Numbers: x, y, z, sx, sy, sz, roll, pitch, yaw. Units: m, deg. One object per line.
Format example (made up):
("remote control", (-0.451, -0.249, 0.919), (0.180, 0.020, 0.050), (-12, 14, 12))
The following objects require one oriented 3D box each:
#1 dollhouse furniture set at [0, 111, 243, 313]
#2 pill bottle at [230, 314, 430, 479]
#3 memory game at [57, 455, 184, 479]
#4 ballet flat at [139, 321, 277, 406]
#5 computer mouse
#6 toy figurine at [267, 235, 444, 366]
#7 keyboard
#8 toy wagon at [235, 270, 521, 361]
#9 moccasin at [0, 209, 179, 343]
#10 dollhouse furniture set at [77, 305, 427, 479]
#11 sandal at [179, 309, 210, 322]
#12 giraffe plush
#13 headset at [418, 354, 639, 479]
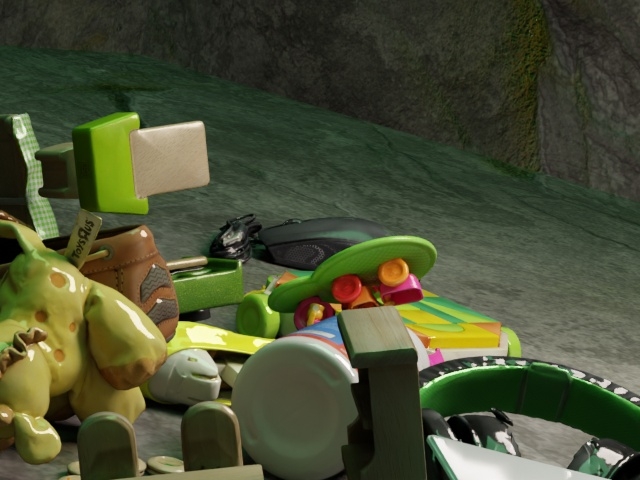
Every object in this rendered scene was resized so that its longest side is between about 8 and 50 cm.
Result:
("dollhouse furniture set", (-0.229, -0.033, 1.841), (0.151, 0.198, 0.301), (-11, 9, -37))
("pill bottle", (0.019, 0.128, 1.636), (0.124, 0.124, 0.221), (15, 12, 19))
("memory game", (-0.111, 0.199, 1.442), (0.186, 0.012, 0.186), (11, 11, -2))
("ballet flat", (-0.090, 0.121, 1.712), (0.231, 0.077, 0.077), (7, 25, -30))
("computer mouse", (0.000, 0.000, 2.409), (0.272, 0.072, 0.188), (12, 10, 2))
("toy figurine", (0.049, 0.102, 1.795), (0.173, 0.159, 0.130), (-18, -25, 4))
("keyboard", (0.171, 0.170, 1.186), (0.256, 0.014, 0.072), (18, 22, -39))
("toy wagon", (0.039, 0.086, 2.023), (0.267, 0.068, 0.344), (2, 14, -40))
("moccasin", (-0.303, 0.025, 1.670), (0.380, 0.147, 0.139), (4, 20, 36))
("dollhouse furniture set", (-0.056, 0.145, 1.237), (0.242, 0.161, 0.212), (-6, 13, -4))
("sandal", (-0.192, 0.090, 1.813), (0.179, 0.040, 0.067), (-4, 5, -18))
("giraffe plush", (-0.234, 0.100, 1.486), (0.181, 0.210, 0.170), (18, 41, 15))
("headset", (0.161, 0.179, 1.361), (0.243, 0.185, 0.394), (12, 28, 3))
